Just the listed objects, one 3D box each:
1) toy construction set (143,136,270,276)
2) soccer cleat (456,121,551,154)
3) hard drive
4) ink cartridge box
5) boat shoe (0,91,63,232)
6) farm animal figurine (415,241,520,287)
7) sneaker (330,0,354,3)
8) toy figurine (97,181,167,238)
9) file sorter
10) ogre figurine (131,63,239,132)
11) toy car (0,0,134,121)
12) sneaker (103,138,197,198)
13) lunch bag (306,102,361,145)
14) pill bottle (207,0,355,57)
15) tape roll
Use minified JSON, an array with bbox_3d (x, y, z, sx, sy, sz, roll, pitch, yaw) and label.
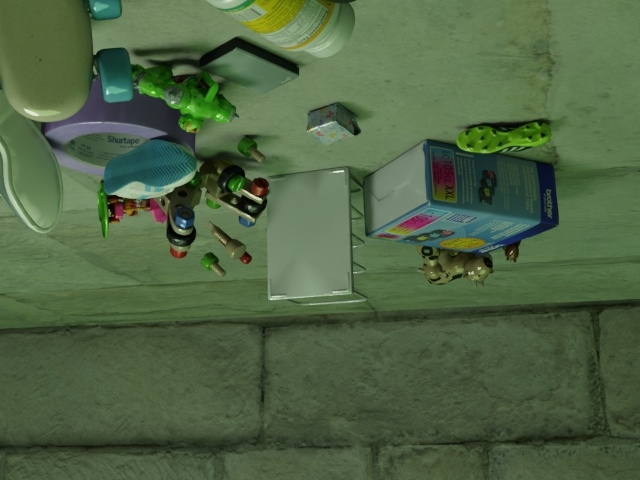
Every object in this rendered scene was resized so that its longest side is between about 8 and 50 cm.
[{"bbox_3d":[-0.262,-0.086,1.801,0.237,0.257,0.309,40,160,25],"label":"toy construction set"},{"bbox_3d":[0.352,-0.191,1.641,0.178,0.060,0.072,-5,165,8],"label":"soccer cleat"},{"bbox_3d":[-0.114,-0.281,1.386,0.135,0.022,0.094,15,158,-42],"label":"hard drive"},{"bbox_3d":[0.329,-0.081,1.872,0.395,0.151,0.270,6,163,-25],"label":"ink cartridge box"},{"bbox_3d":[-0.539,-0.156,1.443,0.099,0.116,0.320,1,125,30],"label":"boat shoe"},{"bbox_3d":[0.363,0.046,2.262,0.330,0.172,0.327,5,163,-18],"label":"farm animal figurine"},{"bbox_3d":[0.064,-0.355,0.798,0.185,0.202,0.483,5,163,-15],"label":"sneaker"},{"bbox_3d":[-0.430,-0.076,1.985,0.159,0.130,0.173,-4,-172,-20],"label":"toy figurine"},{"bbox_3d":[0.000,0.000,1.926,0.192,0.278,0.173,-6,167,19],"label":"file sorter"},{"bbox_3d":[-0.217,-0.236,1.388,0.118,0.097,0.197,35,177,42],"label":"ogre figurine"},{"bbox_3d":[-0.390,-0.279,1.194,0.219,0.210,0.238,-10,-165,-14],"label":"toy car"},{"bbox_3d":[-0.289,-0.124,1.522,0.228,0.088,0.092,-5,172,43],"label":"sneaker"},{"bbox_3d":[0.025,-0.211,1.579,0.071,0.053,0.083,-14,149,35],"label":"lunch bag"},{"bbox_3d":[-0.048,-0.314,1.094,0.117,0.118,0.208,-11,160,35],"label":"pill bottle"},{"bbox_3d":[-0.365,-0.199,1.554,0.274,0.090,0.275,-1,165,0],"label":"tape roll"}]
